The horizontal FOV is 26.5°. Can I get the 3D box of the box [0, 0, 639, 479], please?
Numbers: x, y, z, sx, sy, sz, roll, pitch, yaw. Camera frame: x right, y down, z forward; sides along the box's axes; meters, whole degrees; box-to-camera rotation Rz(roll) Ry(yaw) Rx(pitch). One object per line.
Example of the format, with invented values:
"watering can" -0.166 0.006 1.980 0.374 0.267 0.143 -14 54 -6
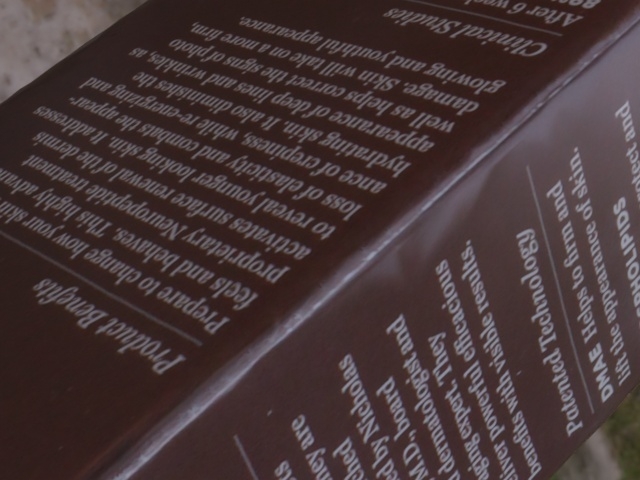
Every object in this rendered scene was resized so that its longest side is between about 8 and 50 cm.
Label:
"box" 0.000 0.000 0.457 0.381 0.191 0.143 -39 129 -24
